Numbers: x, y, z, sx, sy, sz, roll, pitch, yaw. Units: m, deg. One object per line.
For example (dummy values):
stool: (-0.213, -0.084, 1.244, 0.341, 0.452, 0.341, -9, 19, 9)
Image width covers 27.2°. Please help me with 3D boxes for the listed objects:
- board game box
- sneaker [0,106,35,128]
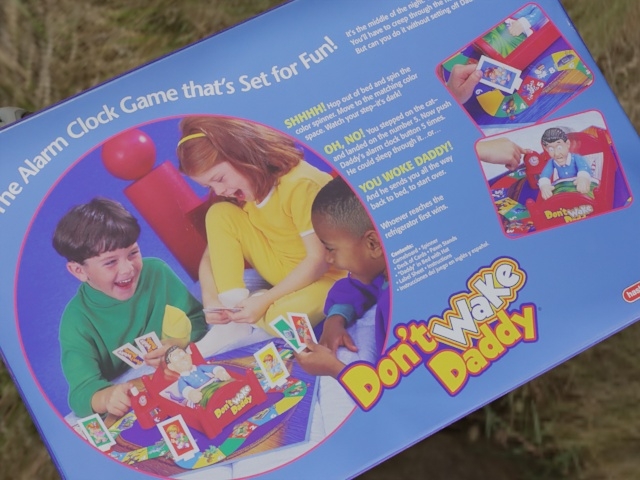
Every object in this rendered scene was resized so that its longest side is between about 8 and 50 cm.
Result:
board game box: (0.000, 0.000, 0.695, 0.347, 0.078, 0.233, -26, 81, -15)
sneaker: (-0.312, -0.061, 1.044, 0.147, 0.384, 0.145, 24, 90, -6)
